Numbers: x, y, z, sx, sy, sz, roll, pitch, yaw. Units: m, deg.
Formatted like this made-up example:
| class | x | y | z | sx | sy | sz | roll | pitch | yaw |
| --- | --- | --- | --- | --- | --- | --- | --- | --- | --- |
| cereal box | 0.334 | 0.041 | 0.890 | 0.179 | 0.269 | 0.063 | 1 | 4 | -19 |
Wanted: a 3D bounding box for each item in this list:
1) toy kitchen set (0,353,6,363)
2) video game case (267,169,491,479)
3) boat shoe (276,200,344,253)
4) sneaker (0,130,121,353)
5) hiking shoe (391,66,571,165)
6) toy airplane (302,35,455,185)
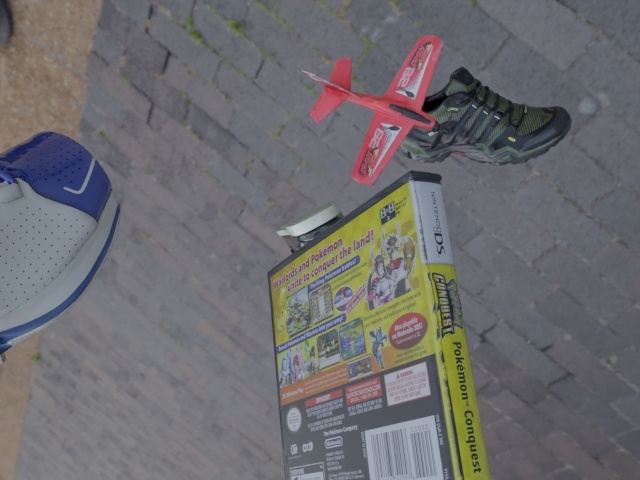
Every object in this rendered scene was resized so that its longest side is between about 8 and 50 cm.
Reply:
| class | x | y | z | sx | sy | sz | roll | pitch | yaw |
| --- | --- | --- | --- | --- | --- | --- | --- | --- | --- |
| toy kitchen set | -0.516 | 0.158 | 1.091 | 0.068 | 0.083 | 0.075 | -168 | 60 | -76 |
| video game case | 0.032 | 0.106 | 0.663 | 0.035 | 0.248 | 0.275 | 4 | 159 | -29 |
| boat shoe | 0.004 | -0.002 | 1.360 | 0.113 | 0.127 | 0.340 | 61 | 173 | -4 |
| sneaker | -0.263 | 0.000 | 0.453 | 0.127 | 0.315 | 0.182 | 14 | 135 | 26 |
| hiking shoe | 0.202 | -0.162 | 0.957 | 0.227 | 0.086 | 0.114 | -3 | 129 | 14 |
| toy airplane | 0.049 | -0.123 | 0.688 | 0.151 | 0.151 | 0.028 | 23 | 177 | 20 |
